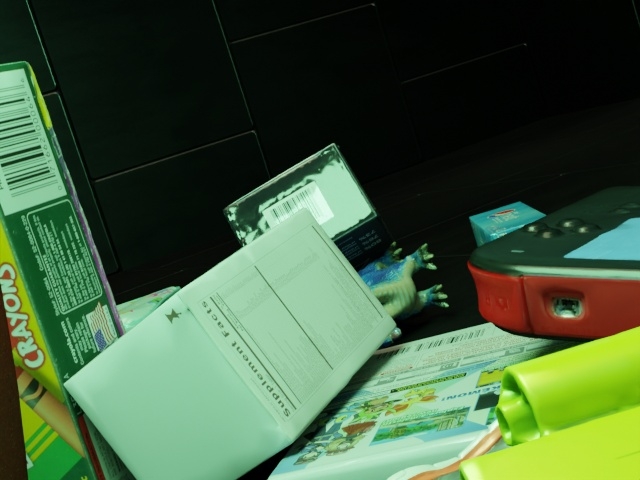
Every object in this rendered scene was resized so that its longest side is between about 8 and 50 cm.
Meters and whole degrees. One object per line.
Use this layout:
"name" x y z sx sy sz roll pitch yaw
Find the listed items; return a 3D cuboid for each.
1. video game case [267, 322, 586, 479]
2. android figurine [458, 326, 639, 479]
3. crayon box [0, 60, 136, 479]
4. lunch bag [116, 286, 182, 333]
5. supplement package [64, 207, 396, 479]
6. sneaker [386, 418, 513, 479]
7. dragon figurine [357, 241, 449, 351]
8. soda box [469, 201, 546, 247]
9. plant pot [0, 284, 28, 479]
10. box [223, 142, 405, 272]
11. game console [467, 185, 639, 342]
"video game case" 0.153 0.105 0.847 0.329 0.036 0.300 -15 7 17
"android figurine" 0.152 0.112 0.357 0.273 0.056 0.248 -16 35 -5
"crayon box" -0.326 0.073 0.945 0.313 0.362 0.106 -15 7 26
"lunch bag" -0.282 0.145 1.358 0.279 0.107 0.224 -16 4 10
"supplement package" -0.062 0.089 0.915 0.134 0.139 0.244 -38 -1 27
"sneaker" 0.102 0.145 0.636 0.158 0.061 0.065 -22 35 -27
"dragon figurine" 0.043 0.064 1.255 0.144 0.085 0.289 -20 6 -17
"soda box" 0.230 0.003 1.358 0.071 0.067 0.210 -17 7 3
"plant pot" -0.285 0.174 0.553 0.267 0.235 0.267 -16 6 6
"box" 0.000 0.000 1.352 0.153 0.108 0.207 -30 -23 2
"game console" 0.334 0.001 0.815 0.387 0.060 0.342 2 17 34
